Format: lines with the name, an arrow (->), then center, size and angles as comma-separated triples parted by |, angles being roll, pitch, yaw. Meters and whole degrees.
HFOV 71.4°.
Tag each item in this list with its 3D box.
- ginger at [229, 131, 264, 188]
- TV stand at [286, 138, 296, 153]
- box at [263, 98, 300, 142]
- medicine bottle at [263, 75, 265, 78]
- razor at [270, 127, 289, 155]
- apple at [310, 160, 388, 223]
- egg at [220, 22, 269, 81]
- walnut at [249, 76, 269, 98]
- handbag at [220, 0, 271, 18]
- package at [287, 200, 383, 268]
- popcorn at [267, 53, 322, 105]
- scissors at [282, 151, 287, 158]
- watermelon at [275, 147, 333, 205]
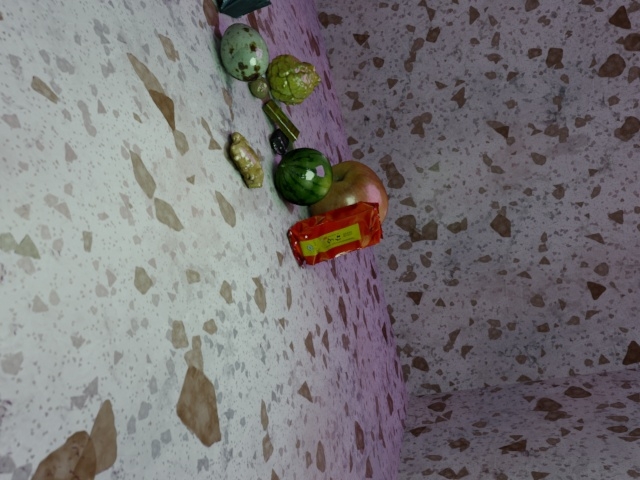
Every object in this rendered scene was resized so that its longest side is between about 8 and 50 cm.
ginger -> -0.247, -0.264, 1.488 | 0.205, 0.081, 0.115 | 64, -13, -15
TV stand -> -0.119, -0.374, 1.995 | 0.042, 0.036, 0.249 | 16, 56, -62
box -> -0.167, -0.523, 1.943 | 0.193, 0.030, 0.121 | 47, 22, -18
medicine bottle -> -0.261, -0.719, 1.870 | 0.047, 0.047, 0.083 | -2, 79, -74
razor -> -0.174, -0.423, 1.918 | 0.148, 0.054, 0.090 | -84, 152, -59
apple -> 0.137, -0.191, 2.172 | 0.346, 0.392, 0.391 | 55, 25, -33
egg -> -0.272, -0.668, 1.573 | 0.231, 0.169, 0.169 | 68, 11, 21
walnut -> -0.244, -0.615, 1.790 | 0.092, 0.092, 0.092 | -13, 90, -75
handbag -> -0.286, -0.920, 1.706 | 0.229, 0.179, 0.062 | -67, 140, -68
package -> 0.066, -0.030, 1.922 | 0.123, 0.424, 0.195 | -137, -150, -62
popcorn -> -0.127, -0.733, 2.053 | 0.259, 0.212, 0.259 | 29, 24, -14
scissors -> -0.106, -0.291, 2.075 | 0.289, 0.041, 0.138 | 54, 20, -53
watermelon -> -0.068, -0.261, 1.824 | 0.242, 0.242, 0.242 | -13, 90, -75
